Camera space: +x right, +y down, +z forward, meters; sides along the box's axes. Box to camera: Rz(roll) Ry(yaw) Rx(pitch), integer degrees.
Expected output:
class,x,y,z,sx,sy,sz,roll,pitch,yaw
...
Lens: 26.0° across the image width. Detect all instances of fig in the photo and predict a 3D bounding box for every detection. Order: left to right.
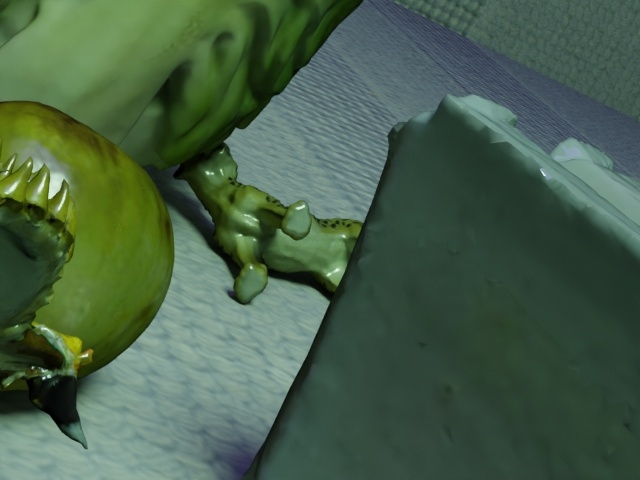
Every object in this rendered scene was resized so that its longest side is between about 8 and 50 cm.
class,x,y,z,sx,sy,sz,roll,pitch,yaw
fig,-0.132,-0.003,0.615,0.136,0.121,0.153,25,14,0

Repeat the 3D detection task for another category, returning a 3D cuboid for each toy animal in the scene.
class,x,y,z,sx,sy,sz,roll,pitch,yaw
toy animal,0.000,0.000,0.929,0.181,0.073,0.136,16,13,-28

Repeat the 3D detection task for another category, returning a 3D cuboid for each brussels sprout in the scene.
class,x,y,z,sx,sy,sz,roll,pitch,yaw
brussels sprout,-0.116,-0.189,0.849,0.281,0.355,0.289,33,-25,-10

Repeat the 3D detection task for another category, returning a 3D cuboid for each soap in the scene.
class,x,y,z,sx,sy,sz,roll,pitch,yaw
soap,0.220,0.161,0.551,0.350,0.213,0.435,18,18,-44

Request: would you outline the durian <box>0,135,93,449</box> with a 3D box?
class,x,y,z,sx,sy,sz,roll,pitch,yaw
durian,-0.176,0.002,0.391,0.237,0.193,0.138,11,41,-49
